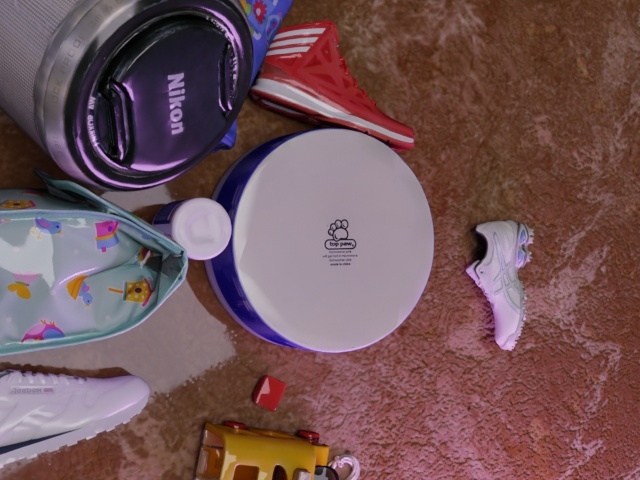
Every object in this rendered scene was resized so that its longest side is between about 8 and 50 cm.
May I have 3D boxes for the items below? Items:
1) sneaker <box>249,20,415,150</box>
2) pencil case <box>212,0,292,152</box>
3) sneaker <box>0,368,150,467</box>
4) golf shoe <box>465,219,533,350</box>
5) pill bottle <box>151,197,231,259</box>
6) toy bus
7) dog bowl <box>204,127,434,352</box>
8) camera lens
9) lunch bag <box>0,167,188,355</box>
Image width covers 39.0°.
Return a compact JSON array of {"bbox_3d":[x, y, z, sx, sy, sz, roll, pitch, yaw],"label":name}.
[{"bbox_3d":[0.032,-0.196,1.106,0.221,0.087,0.128,19,83,-25],"label":"sneaker"},{"bbox_3d":[-0.103,-0.245,1.025,0.133,0.119,0.306,36,72,-53],"label":"pencil case"},{"bbox_3d":[-0.297,0.175,0.954,0.235,0.090,0.094,-15,87,-26],"label":"sneaker"},{"bbox_3d":[0.236,0.059,1.223,0.086,0.069,0.176,4,85,-5],"label":"golf shoe"},{"bbox_3d":[-0.148,-0.012,1.000,0.067,0.120,0.067,0,90,-25],"label":"pill bottle"},{"bbox_3d":[-0.047,0.275,1.056,0.202,0.104,0.191,-37,105,-20],"label":"toy bus"},{"bbox_3d":[0.000,0.000,1.079,0.265,0.104,0.265,0,90,-25],"label":"dog bowl"},{"bbox_3d":[-0.215,-0.193,0.853,0.219,0.274,0.219,-33,145,-27],"label":"camera lens"},{"bbox_3d":[-0.279,0.016,0.882,0.262,0.223,0.160,-10,102,-25],"label":"lunch bag"}]
